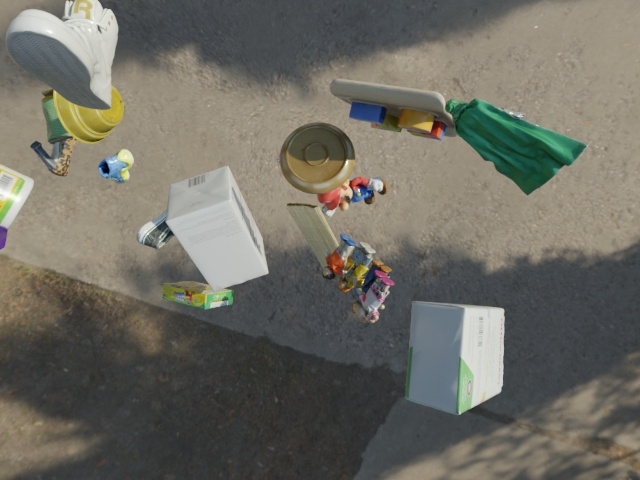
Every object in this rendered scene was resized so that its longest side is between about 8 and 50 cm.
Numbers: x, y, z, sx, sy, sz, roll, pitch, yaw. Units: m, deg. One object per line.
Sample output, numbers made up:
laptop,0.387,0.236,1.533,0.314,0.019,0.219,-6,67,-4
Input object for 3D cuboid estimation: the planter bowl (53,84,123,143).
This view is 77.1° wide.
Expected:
planter bowl,-0.631,-0.386,1.144,0.091,0.217,0.217,4,109,12

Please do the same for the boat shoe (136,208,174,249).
boat shoe,-0.634,-0.063,1.728,0.119,0.335,0.121,33,132,1

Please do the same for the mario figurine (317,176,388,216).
mario figurine,0.125,-0.164,1.569,0.321,0.170,0.197,-9,125,-40

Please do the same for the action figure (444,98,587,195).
action figure,0.327,-0.189,0.726,0.232,0.063,0.137,31,139,-1

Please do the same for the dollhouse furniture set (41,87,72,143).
dollhouse furniture set,-0.929,-0.480,1.421,0.302,0.151,0.197,-8,85,22

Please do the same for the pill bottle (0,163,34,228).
pill bottle,-0.756,-0.127,0.825,0.246,0.136,0.136,32,104,-38

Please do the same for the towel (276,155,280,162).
towel,-0.089,-0.387,1.663,0.144,0.197,0.029,1,136,22

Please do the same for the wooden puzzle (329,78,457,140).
wooden puzzle,0.227,-0.362,1.180,0.322,0.348,0.080,19,99,24

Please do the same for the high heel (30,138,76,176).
high heel,-1.046,-0.395,1.691,0.261,0.093,0.186,-46,154,-23

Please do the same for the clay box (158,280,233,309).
clay box,-0.415,0.175,1.326,0.222,0.127,0.053,6,93,29

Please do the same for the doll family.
doll family,0.111,0.113,1.071,0.119,0.263,0.163,7,120,-39

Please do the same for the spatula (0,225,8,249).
spatula,-0.435,0.009,0.479,0.084,0.297,0.030,-18,99,-42

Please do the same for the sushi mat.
sushi mat,0.000,0.000,1.379,0.019,0.152,0.316,-48,126,-28

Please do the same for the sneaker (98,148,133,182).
sneaker,-0.847,-0.288,1.628,0.091,0.126,0.240,55,141,0

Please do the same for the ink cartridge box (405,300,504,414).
ink cartridge box,0.234,0.184,0.674,0.213,0.093,0.154,12,81,-49

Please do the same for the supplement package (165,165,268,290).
supplement package,-0.286,-0.028,1.149,0.178,0.175,0.292,-18,133,0

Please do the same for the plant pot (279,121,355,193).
plant pot,-0.011,-0.259,1.231,0.237,0.032,0.236,-1,80,4

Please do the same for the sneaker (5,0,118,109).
sneaker,-0.415,-0.344,0.665,0.108,0.292,0.169,5,89,-16
